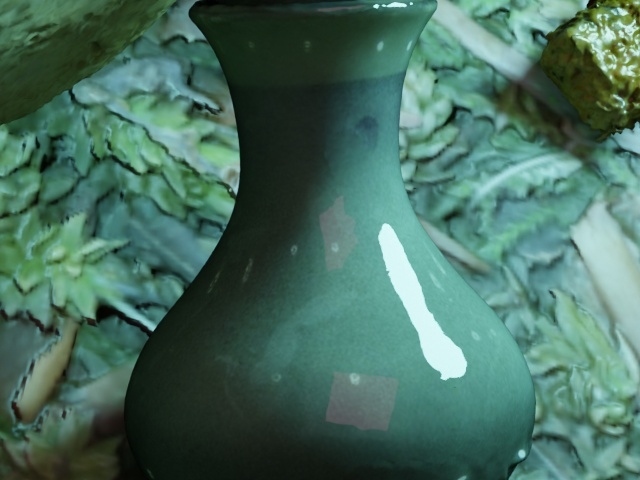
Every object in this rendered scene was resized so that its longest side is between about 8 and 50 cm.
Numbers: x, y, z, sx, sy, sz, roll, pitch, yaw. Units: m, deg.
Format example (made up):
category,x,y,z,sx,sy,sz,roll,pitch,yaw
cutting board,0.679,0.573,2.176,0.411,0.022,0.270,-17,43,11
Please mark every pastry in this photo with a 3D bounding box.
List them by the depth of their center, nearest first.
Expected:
category,x,y,z,sx,sy,sz,roll,pitch,yaw
pastry,0.187,-0.114,1.096,0.080,0.056,0.140,51,55,-1

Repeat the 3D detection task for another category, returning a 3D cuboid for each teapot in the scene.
category,x,y,z,sx,sy,sz,roll,pitch,yaw
teapot,0.000,0.000,0.846,0.183,0.183,0.251,-7,100,-23

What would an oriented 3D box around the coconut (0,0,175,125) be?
category,x,y,z,sx,sy,sz,roll,pitch,yaw
coconut,-0.225,-0.246,0.853,0.415,0.345,0.415,12,57,-20
